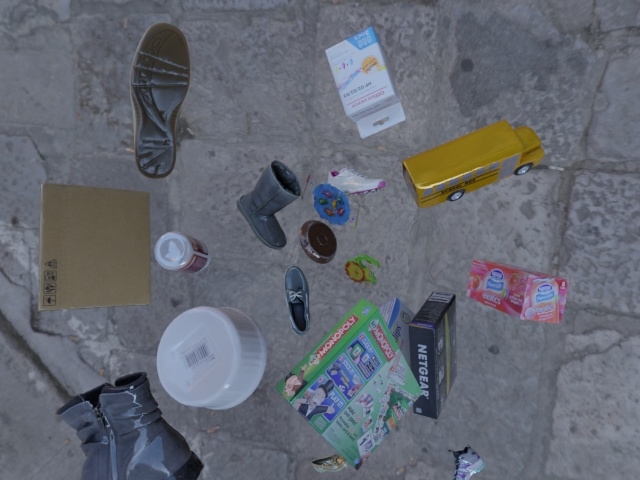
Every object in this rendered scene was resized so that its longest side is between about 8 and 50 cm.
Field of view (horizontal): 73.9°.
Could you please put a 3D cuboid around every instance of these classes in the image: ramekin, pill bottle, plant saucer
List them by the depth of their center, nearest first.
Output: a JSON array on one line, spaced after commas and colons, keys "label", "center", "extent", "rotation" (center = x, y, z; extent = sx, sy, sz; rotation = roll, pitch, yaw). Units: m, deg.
[{"label": "pill bottle", "center": [-0.311, 0.032, 0.984], "extent": [0.086, 0.152, 0.086], "rotation": [-1, 81, 6]}, {"label": "ramekin", "center": [-0.295, 0.306, 1.132], "extent": [0.277, 0.135, 0.277], "rotation": [-6, 71, 17]}, {"label": "plant saucer", "center": [0.000, 0.000, 1.516], "extent": [0.029, 0.168, 0.168], "rotation": [-30, 92, 46]}]

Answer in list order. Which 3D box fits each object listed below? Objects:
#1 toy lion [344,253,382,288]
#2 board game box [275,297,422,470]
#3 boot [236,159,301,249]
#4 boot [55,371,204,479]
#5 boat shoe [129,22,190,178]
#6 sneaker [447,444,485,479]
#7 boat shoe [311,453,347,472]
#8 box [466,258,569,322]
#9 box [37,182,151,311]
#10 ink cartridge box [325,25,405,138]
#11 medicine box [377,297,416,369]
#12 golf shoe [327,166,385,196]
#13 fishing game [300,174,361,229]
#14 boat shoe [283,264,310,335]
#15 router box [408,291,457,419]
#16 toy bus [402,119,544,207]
[{"label": "toy lion", "center": [0.106, 0.075, 1.113], "extent": [0.096, 0.034, 0.100], "rotation": [31, 135, 24]}, {"label": "board game box", "center": [0.074, 0.283, 0.802], "extent": [0.213, 0.046, 0.317], "rotation": [-43, 130, -17]}, {"label": "boot", "center": [-0.105, -0.080, 1.048], "extent": [0.190, 0.076, 0.208], "rotation": [48, 136, -14]}, {"label": "boot", "center": [-0.383, 0.368, 0.727], "extent": [0.338, 0.118, 0.223], "rotation": [-31, 95, 6]}, {"label": "boat shoe", "center": [-0.337, -0.285, 0.877], "extent": [0.109, 0.098, 0.302], "rotation": [0, 115, -28]}, {"label": "sneaker", "center": [0.291, 0.477, 0.901], "extent": [0.098, 0.038, 0.069], "rotation": [-39, 79, -16]}, {"label": "boat shoe", "center": [0.037, 0.877, 1.681], "extent": [0.153, 0.056, 0.048], "rotation": [-23, 118, 27]}, {"label": "box", "center": [0.639, 0.160, 1.408], "extent": [0.154, 0.300, 0.142], "rotation": [9, 94, -13]}, {"label": "box", "center": [-0.367, 0.011, 0.702], "extent": [0.021, 0.164, 0.201], "rotation": [-16, 75, 53]}, {"label": "ink cartridge box", "center": [0.091, -0.311, 0.849], "extent": [0.104, 0.061, 0.181], "rotation": [-20, 85, 21]}, {"label": "medicine box", "center": [0.189, 0.384, 1.494], "extent": [0.149, 0.263, 0.289], "rotation": [43, 130, -11]}, {"label": "golf shoe", "center": [0.150, -0.271, 1.935], "extent": [0.306, 0.115, 0.140], "rotation": [-2, 96, 35]}, {"label": "fishing game", "center": [0.047, -0.147, 1.668], "extent": [0.264, 0.189, 0.041], "rotation": [31, 142, -18]}, {"label": "boat shoe", "center": [-0.099, 0.266, 1.914], "extent": [0.116, 0.099, 0.320], "rotation": [-5, 82, -9]}, {"label": "router box", "center": [0.359, 0.351, 1.332], "extent": [0.081, 0.243, 0.309], "rotation": [4, 109, 31]}, {"label": "toy bus", "center": [0.379, -0.196, 1.060], "extent": [0.332, 0.130, 0.108], "rotation": [-21, 63, 5]}]
